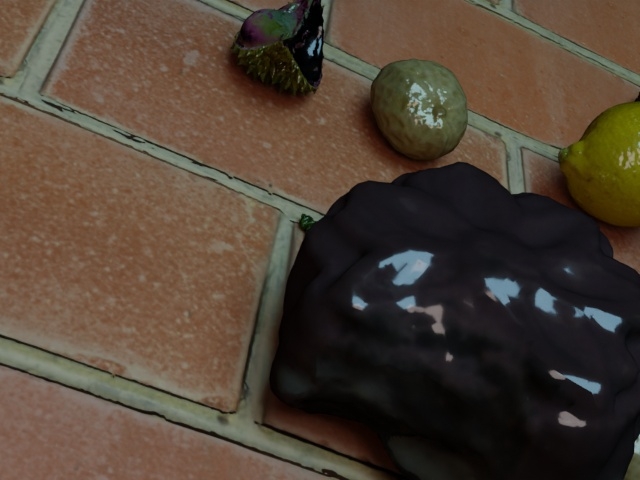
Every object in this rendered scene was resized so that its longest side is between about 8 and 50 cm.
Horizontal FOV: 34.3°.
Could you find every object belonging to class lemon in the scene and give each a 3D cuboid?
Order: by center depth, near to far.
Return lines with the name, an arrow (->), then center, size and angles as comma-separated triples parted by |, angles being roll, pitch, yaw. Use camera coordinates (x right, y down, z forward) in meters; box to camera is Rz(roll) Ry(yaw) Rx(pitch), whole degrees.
lemon -> 0.450, -0.109, 1.486 | 0.244, 0.187, 0.187 | -4, 54, -25

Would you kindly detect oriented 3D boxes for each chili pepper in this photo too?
chili pepper -> 0.000, 0.000, 1.223 | 0.027, 0.022, 0.083 | -39, 76, -13

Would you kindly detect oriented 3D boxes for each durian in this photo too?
durian -> -0.058, -0.252, 1.379 | 0.108, 0.119, 0.186 | -1, 37, 16

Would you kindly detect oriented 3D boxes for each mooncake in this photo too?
mooncake -> 0.153, 0.083, 1.048 | 0.381, 0.212, 0.350 | 17, 37, 5

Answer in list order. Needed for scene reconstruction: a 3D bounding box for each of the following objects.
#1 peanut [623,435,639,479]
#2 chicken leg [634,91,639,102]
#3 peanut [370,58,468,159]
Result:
peanut -> 0.331, 0.239, 1.167 | 0.228, 0.085, 0.104 | 7, 67, -26
chicken leg -> 0.648, -0.138, 1.724 | 0.177, 0.083, 0.322 | -1, 54, -15
peanut -> 0.136, -0.180, 1.405 | 0.140, 0.109, 0.159 | -4, 49, -18
